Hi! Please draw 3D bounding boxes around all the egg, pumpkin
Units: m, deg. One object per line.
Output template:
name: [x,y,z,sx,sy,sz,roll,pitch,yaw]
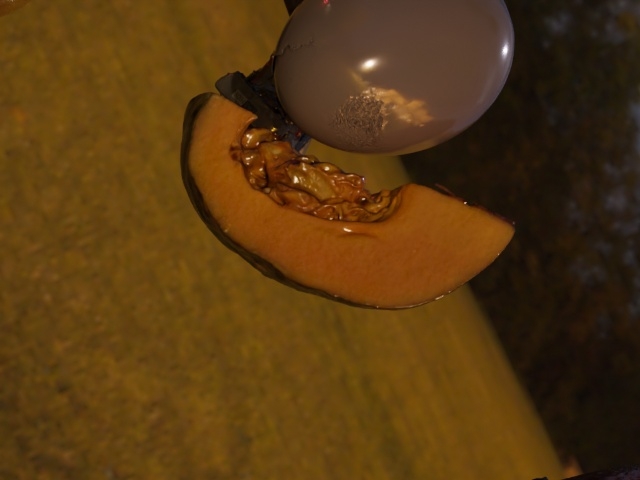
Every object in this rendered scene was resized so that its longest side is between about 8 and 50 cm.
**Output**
egg: [0.054,-0.136,1.225,0.146,0.198,0.146,28,-53,45]
pumpkin: [0.001,0.004,1.297,0.278,0.111,0.163,23,-17,13]

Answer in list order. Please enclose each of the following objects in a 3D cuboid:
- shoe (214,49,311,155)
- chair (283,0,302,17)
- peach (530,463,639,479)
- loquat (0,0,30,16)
shoe: [-0.046,-0.122,1.525,0.099,0.227,0.125,52,38,12]
chair: [0.038,-0.374,1.629,0.226,0.401,0.226,28,13,-7]
peach: [0.294,0.366,1.495,0.416,0.353,0.339,22,60,-81]
loquat: [-0.415,-0.390,1.906,0.275,0.275,0.275,-24,90,-84]
